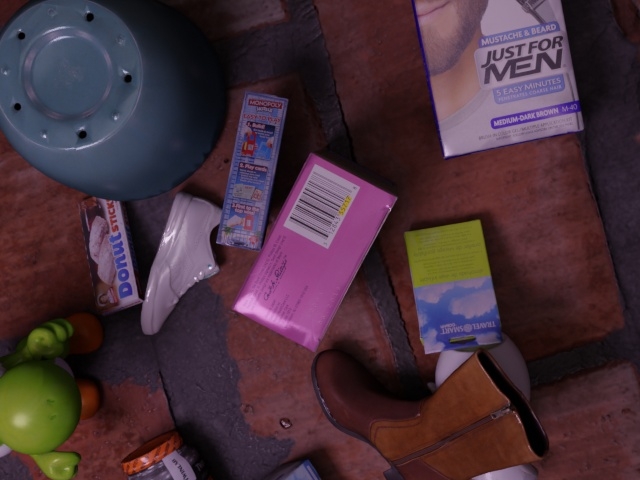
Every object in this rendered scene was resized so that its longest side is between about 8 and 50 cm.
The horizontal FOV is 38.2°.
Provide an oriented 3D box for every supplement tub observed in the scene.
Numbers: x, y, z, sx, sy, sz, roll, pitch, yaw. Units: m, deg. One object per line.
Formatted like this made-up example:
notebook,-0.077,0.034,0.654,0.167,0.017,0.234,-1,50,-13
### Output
supplement tub,-0.201,0.378,1.324,0.117,0.117,0.190,-27,94,8

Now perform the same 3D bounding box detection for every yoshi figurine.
yoshi figurine,-0.357,0.201,1.198,0.203,0.362,0.203,45,98,0

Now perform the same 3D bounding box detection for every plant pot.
plant pot,-0.288,-0.197,1.194,0.293,0.235,0.292,0,92,5

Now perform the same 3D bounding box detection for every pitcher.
pitcher,0.202,0.233,1.274,0.178,0.125,0.207,-3,107,23

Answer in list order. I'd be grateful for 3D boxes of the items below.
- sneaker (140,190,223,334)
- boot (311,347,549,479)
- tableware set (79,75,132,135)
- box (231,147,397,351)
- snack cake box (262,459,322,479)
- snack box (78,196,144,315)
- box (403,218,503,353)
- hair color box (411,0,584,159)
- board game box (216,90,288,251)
sneaker,-0.193,0.043,1.313,0.094,0.080,0.212,18,98,-11
boot,0.125,0.209,1.191,0.264,0.096,0.280,58,144,13
tableware set,-0.282,-0.171,1.322,0.141,0.020,0.168,-35,89,4
box,0.000,0.000,1.198,0.117,0.243,0.213,28,99,1
snack cake box,-0.019,0.462,1.290,0.089,0.152,0.264,-29,94,51
snack box,-0.296,0.015,1.302,0.064,0.022,0.178,-20,66,8
box,0.179,0.066,1.250,0.109,0.042,0.178,-10,66,7
hair color box,0.219,-0.290,1.214,0.185,0.110,0.338,-12,93,8
board game box,-0.085,-0.097,1.224,0.060,0.194,0.194,11,97,-2
